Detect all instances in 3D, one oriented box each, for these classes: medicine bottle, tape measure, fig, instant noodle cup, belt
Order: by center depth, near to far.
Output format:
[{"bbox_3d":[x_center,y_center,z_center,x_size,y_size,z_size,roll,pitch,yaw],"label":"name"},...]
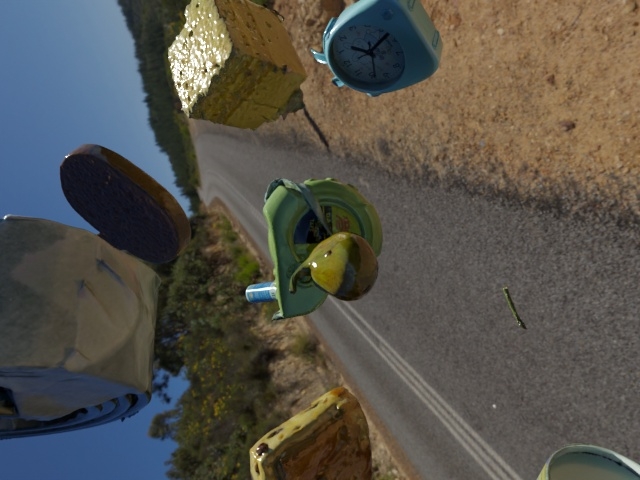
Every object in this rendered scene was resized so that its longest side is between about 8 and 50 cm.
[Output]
[{"bbox_3d":[0.016,0.030,0.526,0.082,0.098,0.084,87,-174,-60],"label":"fig"},{"bbox_3d":[-0.362,0.131,0.537,0.437,0.300,0.173,-27,57,40],"label":"belt"},{"bbox_3d":[0.000,0.000,0.661,0.106,0.176,0.199,146,114,-84],"label":"tape measure"},{"bbox_3d":[0.515,0.542,0.856,0.296,0.297,0.213,-125,34,-61],"label":"instant noodle cup"},{"bbox_3d":[-0.111,0.125,1.136,0.191,0.051,0.051,-13,98,46],"label":"medicine bottle"}]

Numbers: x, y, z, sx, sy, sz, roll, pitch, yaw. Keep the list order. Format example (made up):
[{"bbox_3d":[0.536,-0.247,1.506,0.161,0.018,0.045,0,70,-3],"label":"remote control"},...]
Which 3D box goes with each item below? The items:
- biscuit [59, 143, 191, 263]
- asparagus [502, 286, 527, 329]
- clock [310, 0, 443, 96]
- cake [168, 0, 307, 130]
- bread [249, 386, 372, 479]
[{"bbox_3d":[-0.548,-0.088,1.292,0.394,0.070,0.350,41,133,-8],"label":"biscuit"},{"bbox_3d":[0.476,0.168,1.130,0.014,0.015,0.114,-21,-93,-57],"label":"asparagus"},{"bbox_3d":[0.051,-0.212,0.512,0.108,0.147,0.045,41,-125,-35],"label":"clock"},{"bbox_3d":[-0.173,-0.411,1.084,0.222,0.286,0.227,-35,67,39],"label":"cake"},{"bbox_3d":[-0.003,0.385,0.759,0.099,0.211,0.234,22,126,47],"label":"bread"}]
